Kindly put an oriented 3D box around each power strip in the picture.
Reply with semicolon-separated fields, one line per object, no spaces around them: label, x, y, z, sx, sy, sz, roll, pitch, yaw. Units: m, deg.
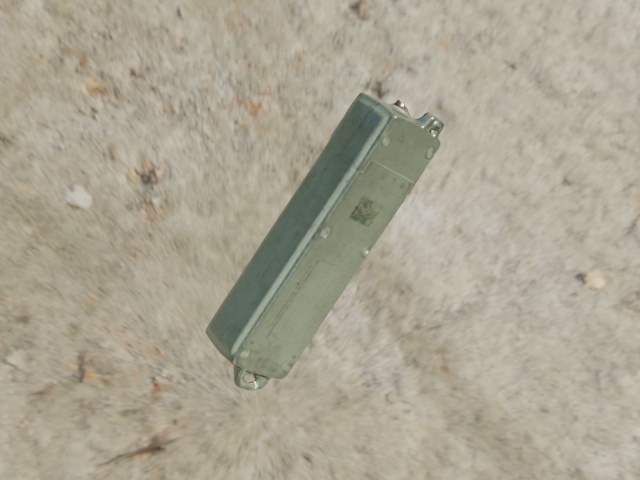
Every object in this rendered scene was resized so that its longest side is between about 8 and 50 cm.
power strip;0.000;0.000;1.061;0.052;0.078;0.272;42;102;42
